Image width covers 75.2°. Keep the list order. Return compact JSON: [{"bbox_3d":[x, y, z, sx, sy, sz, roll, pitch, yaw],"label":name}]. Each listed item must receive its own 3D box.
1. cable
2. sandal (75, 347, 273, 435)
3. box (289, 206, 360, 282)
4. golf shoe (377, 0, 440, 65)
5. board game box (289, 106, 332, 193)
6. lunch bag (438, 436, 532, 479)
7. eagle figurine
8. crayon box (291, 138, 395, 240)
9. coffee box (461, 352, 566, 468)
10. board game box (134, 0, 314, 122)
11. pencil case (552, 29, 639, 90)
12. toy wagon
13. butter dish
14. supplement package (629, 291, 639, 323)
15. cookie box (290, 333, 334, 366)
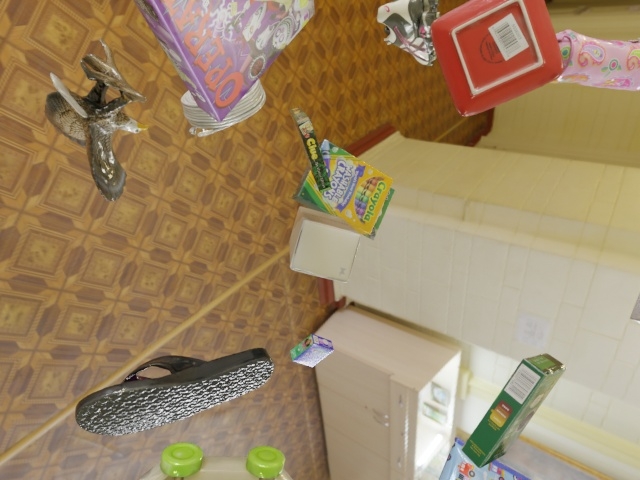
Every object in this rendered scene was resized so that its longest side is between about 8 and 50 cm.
[{"bbox_3d":[-0.300,-0.437,1.278,0.257,0.257,0.089,-21,133,-5],"label":"cable"},{"bbox_3d":[-0.329,0.337,0.984,0.445,0.107,0.168,-4,127,-36],"label":"sandal"},{"bbox_3d":[0.000,0.000,1.088,0.311,0.147,0.121,-119,-135,-78],"label":"box"},{"bbox_3d":[0.207,-0.475,0.936,0.273,0.120,0.105,-6,100,-73],"label":"golf shoe"},{"bbox_3d":[-0.024,-0.199,0.866,0.030,0.260,0.136,-21,114,2],"label":"board game box"},{"bbox_3d":[0.389,0.612,0.889,0.221,0.293,0.138,-56,149,-24],"label":"lunch bag"},{"bbox_3d":[-0.507,-0.255,0.946,0.225,0.226,0.298,28,124,-31],"label":"eagle figurine"},{"bbox_3d":[0.097,-0.157,1.355,0.322,0.083,0.203,27,81,-18],"label":"crayon box"},{"bbox_3d":[0.303,0.264,0.651,0.113,0.040,0.184,9,112,-45],"label":"coffee box"},{"bbox_3d":[-0.089,-0.278,0.390,0.208,0.056,0.347,-48,171,-7],"label":"board game box"},{"bbox_3d":[0.677,-0.435,1.010,0.284,0.124,0.124,-1,111,-13],"label":"pencil case"},{"bbox_3d":[-0.121,0.438,0.609,0.344,0.068,0.267,10,92,-15],"label":"toy wagon"},{"bbox_3d":[0.275,-0.297,0.663,0.160,0.159,0.118,68,22,-5],"label":"butter dish"},{"bbox_3d":[0.721,0.048,0.710,0.293,0.175,0.177,-66,-173,-4],"label":"supplement package"},{"bbox_3d":[-0.028,0.352,1.325,0.091,0.040,0.107,29,119,-36],"label":"cookie box"}]
